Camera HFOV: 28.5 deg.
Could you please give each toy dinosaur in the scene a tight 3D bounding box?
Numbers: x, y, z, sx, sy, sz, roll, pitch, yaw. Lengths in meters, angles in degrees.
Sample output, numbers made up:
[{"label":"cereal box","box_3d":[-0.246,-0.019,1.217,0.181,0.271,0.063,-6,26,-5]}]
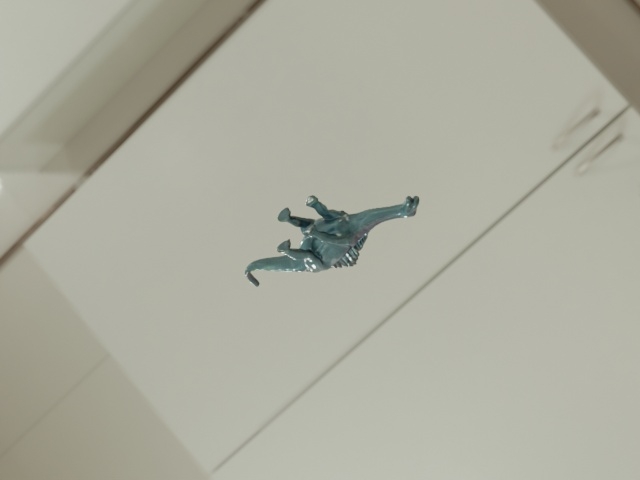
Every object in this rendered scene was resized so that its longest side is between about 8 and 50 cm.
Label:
[{"label":"toy dinosaur","box_3d":[0.000,0.000,1.050,0.080,0.197,0.045,23,-128,-41]}]
